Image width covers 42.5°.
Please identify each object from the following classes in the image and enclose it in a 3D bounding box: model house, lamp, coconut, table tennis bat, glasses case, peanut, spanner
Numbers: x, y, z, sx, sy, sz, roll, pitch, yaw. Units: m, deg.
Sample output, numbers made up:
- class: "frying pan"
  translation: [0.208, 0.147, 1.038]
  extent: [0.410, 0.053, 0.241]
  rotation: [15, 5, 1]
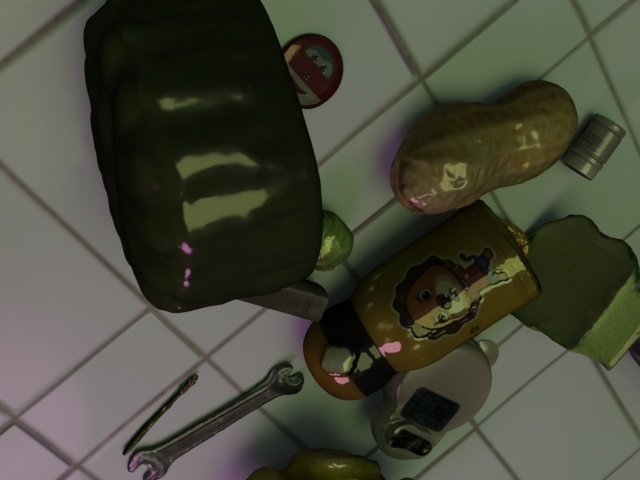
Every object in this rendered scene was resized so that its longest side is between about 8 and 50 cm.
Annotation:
- class: "model house"
  translation: [0.423, 0.087, 1.330]
  extent: [0.189, 0.214, 0.195]
  rotation: [35, 91, -40]
- class: "lamp"
  translation: [0.172, 0.241, 1.340]
  extent: [0.179, 0.108, 0.246]
  rotation: [30, 97, -21]
- class: "coconut"
  translation: [0.000, 0.000, 1.168]
  extent: [0.096, 0.088, 0.088]
  rotation: [36, 97, -37]
- class: "table tennis bat"
  translation: [-0.035, -0.206, 1.094]
  extent: [0.154, 0.019, 0.098]
  rotation: [-44, 123, -2]
- class: "glasses case"
  translation: [-0.089, 0.060, 1.165]
  extent: [0.204, 0.071, 0.047]
  rotation: [18, 103, -29]
- class: "peanut"
  translation: [0.238, -0.136, 1.176]
  extent: [0.313, 0.149, 0.149]
  rotation: [-19, 120, -16]
- class: "spanner"
  translation: [-0.161, 0.280, 1.273]
  extent: [0.301, 0.017, 0.071]
  rotation: [-32, 122, -5]

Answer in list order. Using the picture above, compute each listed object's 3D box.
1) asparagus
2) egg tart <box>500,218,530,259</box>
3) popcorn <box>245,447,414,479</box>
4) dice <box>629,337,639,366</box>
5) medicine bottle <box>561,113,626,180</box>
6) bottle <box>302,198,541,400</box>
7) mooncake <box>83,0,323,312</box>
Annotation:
- class: "asparagus"
  translation: [-0.240, 0.261, 1.231]
  extent: [0.016, 0.013, 0.166]
  rotation: [43, 93, 9]
- class: "egg tart"
  translation: [0.282, 0.017, 1.312]
  extent: [0.105, 0.039, 0.105]
  rotation: [-1, 99, -10]
- class: "popcorn"
  translation: [0.019, 0.477, 1.282]
  extent: [0.334, 0.292, 0.294]
  rotation: [28, 64, -56]
- class: "dice"
  translation: [0.779, 0.187, 1.435]
  extent: [0.348, 0.330, 0.328]
  rotation: [-45, 126, 7]
- class: "medicine bottle"
  translation: [0.429, -0.146, 1.294]
  extent: [0.058, 0.058, 0.091]
  rotation: [28, 101, -31]
- class: "bottle"
  translation: [0.136, 0.105, 1.211]
  extent: [0.351, 0.171, 0.171]
  rotation: [-35, 123, 4]
- class: "mooncake"
  translation: [-0.142, -0.099, 0.900]
  extent: [0.194, 0.356, 0.357]
  rotation: [-17, 120, -17]
